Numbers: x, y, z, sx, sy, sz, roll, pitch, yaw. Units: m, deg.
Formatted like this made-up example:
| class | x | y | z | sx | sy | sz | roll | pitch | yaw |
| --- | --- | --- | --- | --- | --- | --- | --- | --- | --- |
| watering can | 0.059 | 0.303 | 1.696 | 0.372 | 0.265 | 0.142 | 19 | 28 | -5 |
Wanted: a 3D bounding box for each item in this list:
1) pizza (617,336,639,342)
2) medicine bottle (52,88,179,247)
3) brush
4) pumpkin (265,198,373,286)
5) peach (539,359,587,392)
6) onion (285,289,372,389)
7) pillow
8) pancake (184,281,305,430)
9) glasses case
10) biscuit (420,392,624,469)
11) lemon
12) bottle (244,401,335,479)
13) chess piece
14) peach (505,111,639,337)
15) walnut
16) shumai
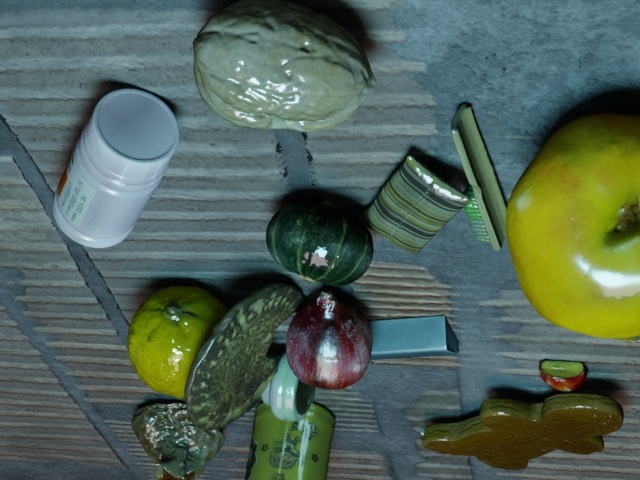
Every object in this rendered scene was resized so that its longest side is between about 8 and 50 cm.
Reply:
| class | x | y | z | sx | sy | sz | roll | pitch | yaw |
| --- | --- | --- | --- | --- | --- | --- | --- | --- | --- |
| pizza | 0.517 | 0.082 | 1.766 | 0.287 | 0.074 | 0.251 | 24 | 144 | -19 |
| medicine bottle | -0.298 | -0.099 | 1.646 | 0.133 | 0.133 | 0.250 | 20 | 147 | -16 |
| brush | 0.220 | -0.085 | 1.611 | 0.048 | 0.054 | 0.282 | 14 | 151 | 30 |
| pumpkin | -0.001 | 0.003 | 1.724 | 0.167 | 0.167 | 0.125 | 24 | 100 | -21 |
| peach | 0.436 | 0.244 | 2.054 | 0.083 | 0.050 | 0.077 | 33 | 139 | -25 |
| onion | 0.016 | 0.158 | 1.943 | 0.159 | 0.159 | 0.195 | 6 | 126 | 6 |
| pillow | 0.134 | -0.046 | 1.671 | 0.113 | 0.038 | 0.203 | 34 | 149 | -2 |
| pancake | -0.127 | 0.196 | 1.950 | 0.033 | 0.286 | 0.288 | 34 | 157 | 26 |
| glasses case | 0.108 | 0.192 | 2.049 | 0.266 | 0.056 | 0.105 | -6 | 143 | 22 |
| biscuit | 0.413 | 0.354 | 2.198 | 0.283 | 0.064 | 0.432 | 20 | 149 | -23 |
| lemon | -0.241 | 0.175 | 1.989 | 0.192 | 0.192 | 0.231 | 7 | 145 | 3 |
| bottle | -0.076 | 0.505 | 2.296 | 0.171 | 0.351 | 0.171 | 7 | 145 | 5 |
| chess piece | -0.148 | 0.249 | 2.162 | 0.271 | 0.139 | 0.139 | 11 | 149 | 20 |
| peach | 0.381 | -0.010 | 1.491 | 0.289 | 0.289 | 0.308 | 5 | 171 | 7 |
| walnut | -0.044 | -0.210 | 1.394 | 0.230 | 0.178 | 0.178 | 9 | 147 | -8 |
| shumai | -0.315 | 0.448 | 2.431 | 0.206 | 0.175 | 0.166 | 18 | 146 | -7 |
